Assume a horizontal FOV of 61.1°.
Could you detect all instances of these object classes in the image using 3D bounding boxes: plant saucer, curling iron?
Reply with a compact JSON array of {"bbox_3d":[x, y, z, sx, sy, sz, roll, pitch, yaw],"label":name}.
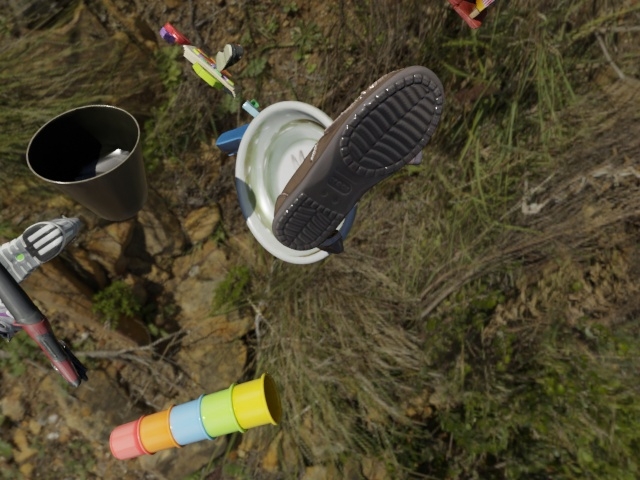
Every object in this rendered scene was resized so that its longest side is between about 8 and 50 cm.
[{"bbox_3d":[-0.047,-0.143,1.362,0.400,0.100,0.400,10,106,39],"label":"plant saucer"},{"bbox_3d":[-0.385,0.104,0.714,0.068,0.035,0.274,21,142,36],"label":"curling iron"}]

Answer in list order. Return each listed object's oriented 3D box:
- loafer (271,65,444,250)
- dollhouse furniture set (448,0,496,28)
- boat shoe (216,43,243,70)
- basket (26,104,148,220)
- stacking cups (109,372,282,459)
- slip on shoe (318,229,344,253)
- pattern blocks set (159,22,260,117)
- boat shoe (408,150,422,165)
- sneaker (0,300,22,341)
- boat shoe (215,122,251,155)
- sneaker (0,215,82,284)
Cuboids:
[{"bbox_3d":[0.042,-0.149,0.901,0.366,0.130,0.134,-43,123,13],"label":"loafer"},{"bbox_3d":[0.448,-0.704,1.345,0.152,0.374,0.201,44,138,-12],"label":"dollhouse furniture set"},{"bbox_3d":[-0.234,-0.463,1.380,0.133,0.042,0.049,-3,97,62],"label":"boat shoe"},{"bbox_3d":[-0.439,-0.139,1.093,0.154,0.204,0.227,62,167,16],"label":"basket"},{"bbox_3d":[-0.233,0.329,1.007,0.316,0.096,0.096,-17,131,10],"label":"stacking cups"},{"bbox_3d":[0.000,0.000,1.068,0.135,0.051,0.041,5,130,54],"label":"slip on shoe"},{"bbox_3d":[-0.290,-0.461,1.468,0.325,0.285,0.026,37,106,-25],"label":"pattern blocks set"},{"bbox_3d":[0.209,-0.286,1.382,0.092,0.285,0.103,18,133,-14],"label":"boat shoe"},{"bbox_3d":[-0.484,0.110,0.803,0.038,0.069,0.098,-10,129,31],"label":"sneaker"},{"bbox_3d":[-0.255,-0.362,1.946,0.258,0.109,0.089,0,142,38],"label":"boat shoe"},{"bbox_3d":[-0.539,0.019,1.023,0.229,0.132,0.086,-23,104,17],"label":"sneaker"}]
